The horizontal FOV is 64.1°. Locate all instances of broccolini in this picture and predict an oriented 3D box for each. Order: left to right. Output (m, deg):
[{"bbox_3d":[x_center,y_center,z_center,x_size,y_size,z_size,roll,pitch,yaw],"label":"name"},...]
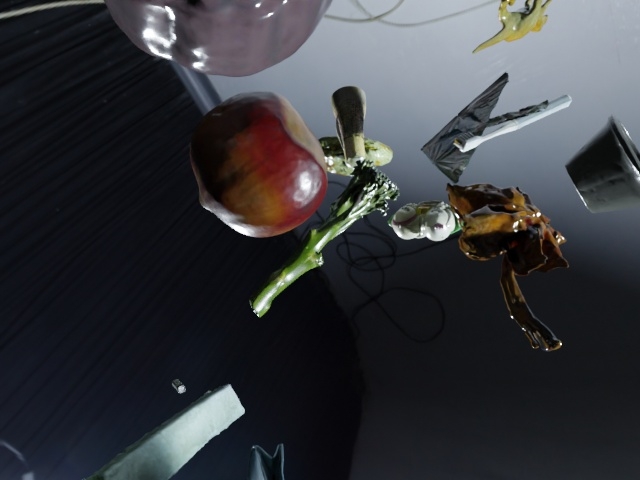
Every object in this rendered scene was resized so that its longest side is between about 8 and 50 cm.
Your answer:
[{"bbox_3d":[-0.002,-0.002,0.568,0.067,0.216,0.058,52,164,-29],"label":"broccolini"}]

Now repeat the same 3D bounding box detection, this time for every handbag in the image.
[{"bbox_3d":[-0.101,0.497,0.921,0.057,0.144,0.221,5,108,-18],"label":"handbag"}]

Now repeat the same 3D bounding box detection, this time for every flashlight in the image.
[{"bbox_3d":[-0.362,0.371,1.304,0.083,0.018,0.019,-8,103,64],"label":"flashlight"}]

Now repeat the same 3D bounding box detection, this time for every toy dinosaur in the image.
[{"bbox_3d":[0.251,-0.272,0.669,0.039,0.162,0.126,41,-179,24],"label":"toy dinosaur"}]

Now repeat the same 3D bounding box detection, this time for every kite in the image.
[{"bbox_3d":[0.315,-0.232,1.029,0.011,0.336,0.314,41,153,-22],"label":"kite"}]

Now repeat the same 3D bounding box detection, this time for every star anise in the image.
[{"bbox_3d":[0.340,0.025,0.906,0.148,0.237,0.347,-37,70,47],"label":"star anise"}]

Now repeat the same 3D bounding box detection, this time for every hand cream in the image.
[{"bbox_3d":[0.073,-0.256,1.187,0.083,0.203,0.084,-4,157,-2],"label":"hand cream"}]

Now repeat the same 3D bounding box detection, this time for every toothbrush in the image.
[{"bbox_3d":[0.386,-0.233,1.000,0.030,0.342,0.025,49,148,30],"label":"toothbrush"}]

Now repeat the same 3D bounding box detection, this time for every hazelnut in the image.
[{"bbox_3d":[-0.099,-0.115,0.830,0.229,0.230,0.230,16,134,17],"label":"hazelnut"}]

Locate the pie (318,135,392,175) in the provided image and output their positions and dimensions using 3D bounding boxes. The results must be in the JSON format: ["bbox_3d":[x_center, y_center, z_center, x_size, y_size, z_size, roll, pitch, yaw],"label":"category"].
[{"bbox_3d":[0.084,-0.252,1.542,0.247,0.090,0.201,-2,165,36],"label":"pie"}]

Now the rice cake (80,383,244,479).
[{"bbox_3d":[-0.212,0.288,0.715,0.063,0.336,0.066,-33,84,18],"label":"rice cake"}]

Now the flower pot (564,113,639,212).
[{"bbox_3d":[0.758,-0.179,1.346,0.166,0.269,0.269,-28,111,35],"label":"flower pot"}]

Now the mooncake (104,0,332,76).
[{"bbox_3d":[-0.110,-0.328,0.547,0.282,0.283,0.141,33,164,0],"label":"mooncake"}]

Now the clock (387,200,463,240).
[{"bbox_3d":[0.298,-0.054,1.454,0.230,0.144,0.104,0,101,35],"label":"clock"}]
